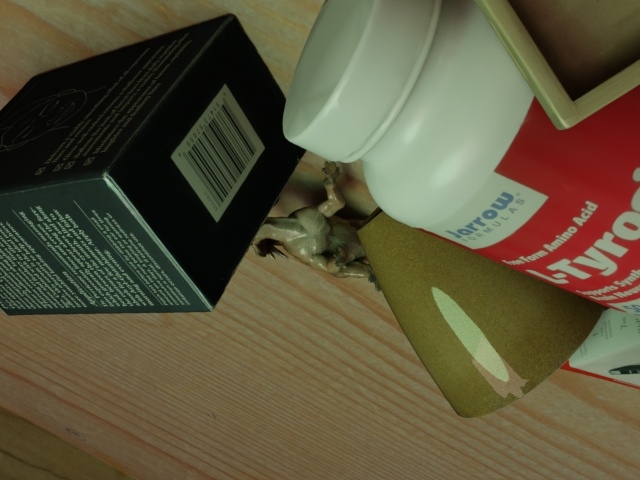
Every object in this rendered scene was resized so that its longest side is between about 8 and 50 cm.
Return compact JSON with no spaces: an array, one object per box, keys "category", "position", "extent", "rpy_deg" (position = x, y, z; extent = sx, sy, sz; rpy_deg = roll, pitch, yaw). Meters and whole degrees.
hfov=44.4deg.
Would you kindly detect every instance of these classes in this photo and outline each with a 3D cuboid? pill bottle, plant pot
[{"category":"pill bottle","position":[0.186,-0.091,0.690],"extent":[0.407,0.229,0.229],"rpy_deg":[21,146,-18]},{"category":"plant pot","position":[0.171,0.042,0.965],"extent":[0.254,0.237,0.237],"rpy_deg":[48,141,-2]}]

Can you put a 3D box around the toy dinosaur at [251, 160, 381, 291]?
[{"category":"toy dinosaur","position":[0.000,0.000,1.085],"extent":[0.295,0.127,0.200],"rpy_deg":[29,158,-31]}]

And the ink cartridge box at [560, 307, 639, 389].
[{"category":"ink cartridge box","position":[0.411,0.159,0.985],"extent":[0.275,0.060,0.239],"rpy_deg":[17,148,-25]}]

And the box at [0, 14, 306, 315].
[{"category":"box","position":[-0.267,-0.080,0.997],"extent":[0.395,0.293,0.212],"rpy_deg":[-4,133,35]}]

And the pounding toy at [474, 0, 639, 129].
[{"category":"pounding toy","position":[0.194,-0.202,0.494],"extent":[0.206,0.094,0.181],"rpy_deg":[-33,89,15]}]
